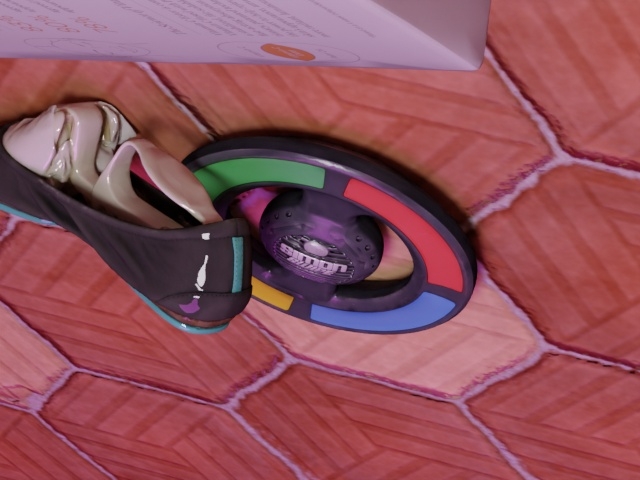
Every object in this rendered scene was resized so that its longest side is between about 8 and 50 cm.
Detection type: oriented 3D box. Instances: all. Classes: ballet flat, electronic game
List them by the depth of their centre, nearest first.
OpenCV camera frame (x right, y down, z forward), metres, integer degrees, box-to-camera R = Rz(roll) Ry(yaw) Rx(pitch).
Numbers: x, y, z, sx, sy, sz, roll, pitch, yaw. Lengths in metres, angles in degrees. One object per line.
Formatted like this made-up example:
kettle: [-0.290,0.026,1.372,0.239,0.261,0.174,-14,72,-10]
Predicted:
ballet flat: [-0.147,-0.039,1.289,0.280,0.095,0.096,30,118,29]
electronic game: [0.000,0.000,1.322,0.229,0.048,0.229,16,150,9]

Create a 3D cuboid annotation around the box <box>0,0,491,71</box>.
box: [-0.109,-0.186,0.884,0.345,0.168,0.215,4,174,26]
